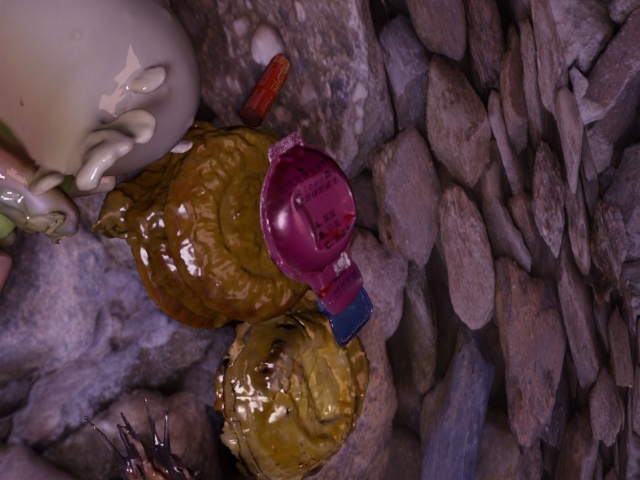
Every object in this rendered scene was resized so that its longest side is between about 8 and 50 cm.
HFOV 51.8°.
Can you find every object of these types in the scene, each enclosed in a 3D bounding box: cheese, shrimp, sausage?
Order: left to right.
[{"bbox_3d":[-0.140,0.316,0.678,0.145,0.116,0.343,-63,134,-68],"label":"shrimp"},{"bbox_3d":[-0.070,-0.210,0.896,0.034,0.034,0.130,52,48,-36],"label":"sausage"},{"bbox_3d":[0.000,0.000,0.731,0.155,0.062,0.244,-41,118,-40],"label":"cheese"}]

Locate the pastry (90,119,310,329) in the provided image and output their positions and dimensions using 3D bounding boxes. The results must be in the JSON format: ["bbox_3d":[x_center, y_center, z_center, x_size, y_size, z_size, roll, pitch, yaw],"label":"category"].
[{"bbox_3d":[-0.098,-0.023,0.755,0.235,0.132,0.240,57,44,-33],"label":"pastry"}]

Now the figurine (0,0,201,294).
[{"bbox_3d":[-0.236,-0.044,0.499,0.226,0.274,0.394,46,69,-36],"label":"figurine"}]

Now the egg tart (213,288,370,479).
[{"bbox_3d":[-0.019,0.190,0.869,0.278,0.094,0.279,7,81,-54],"label":"egg tart"}]
